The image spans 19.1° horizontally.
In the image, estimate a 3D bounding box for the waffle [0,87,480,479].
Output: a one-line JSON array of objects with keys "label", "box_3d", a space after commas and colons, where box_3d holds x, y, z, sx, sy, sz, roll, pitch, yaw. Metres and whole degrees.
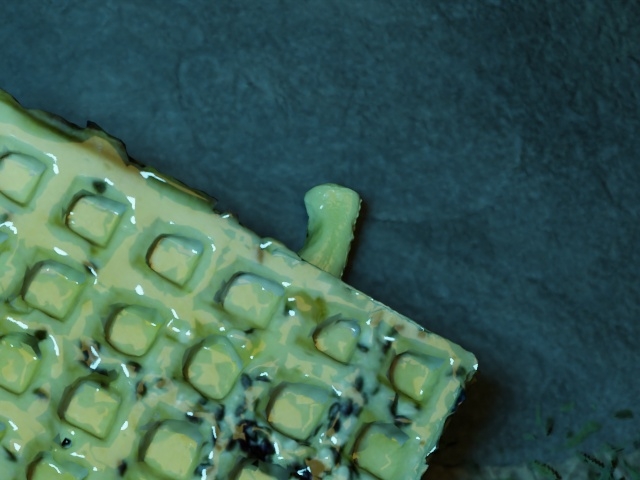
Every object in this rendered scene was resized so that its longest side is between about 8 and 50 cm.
[{"label": "waffle", "box_3d": [-0.115, 0.099, 1.208, 0.376, 0.114, 0.261, 30, 67, -3]}]

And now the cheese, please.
[{"label": "cheese", "box_3d": [0.000, 0.000, 1.315, 0.044, 0.030, 0.083, 18, 74, -14]}]
